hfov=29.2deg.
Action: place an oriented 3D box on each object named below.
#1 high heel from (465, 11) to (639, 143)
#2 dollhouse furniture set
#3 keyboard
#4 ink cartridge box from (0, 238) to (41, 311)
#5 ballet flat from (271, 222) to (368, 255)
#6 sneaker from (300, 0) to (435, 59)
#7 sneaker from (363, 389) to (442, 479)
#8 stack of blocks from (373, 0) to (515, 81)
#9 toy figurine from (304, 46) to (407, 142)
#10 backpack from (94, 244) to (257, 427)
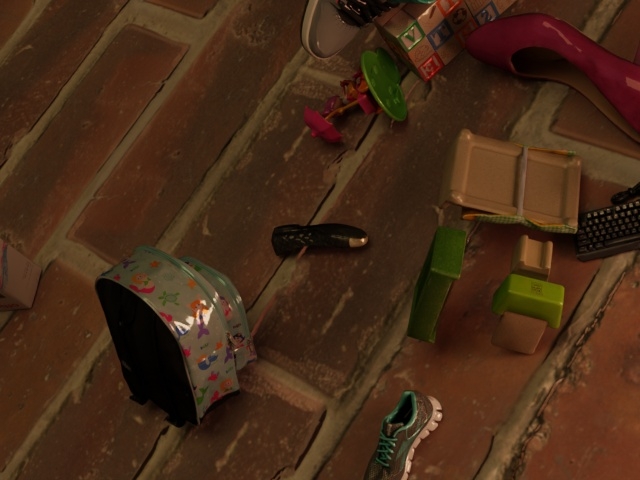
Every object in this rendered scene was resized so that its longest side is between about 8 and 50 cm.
[{"bbox_3d":[0.367,-0.239,1.857,0.377,0.127,0.181,9,72,39],"label":"high heel"},{"bbox_3d":[0.255,0.003,1.772,0.198,0.151,0.301,14,50,1],"label":"dollhouse furniture set"},{"bbox_3d":[0.445,-0.037,1.741,0.180,0.023,0.108,-14,54,21],"label":"keyboard"},{"bbox_3d":[-0.628,0.046,2.191,0.154,0.212,0.093,-6,61,26],"label":"ink cartridge box"},{"bbox_3d":[0.000,0.000,1.972,0.173,0.049,0.057,1,17,30],"label":"ballet flat"},{"bbox_3d":[0.097,-0.392,1.930,0.295,0.124,0.178,-57,38,11],"label":"sneaker"},{"bbox_3d":[0.101,0.277,1.704,0.065,0.076,0.166,19,71,38],"label":"sneaker"},{"bbox_3d":[0.227,-0.426,2.023,0.297,0.171,0.087,-43,49,0],"label":"stack of blocks"},{"bbox_3d":[0.046,-0.235,2.059,0.159,0.130,0.173,-27,28,25],"label":"toy figurine"},{"bbox_3d":[-0.225,0.129,1.877,0.225,0.253,0.191,25,55,40],"label":"backpack"}]
